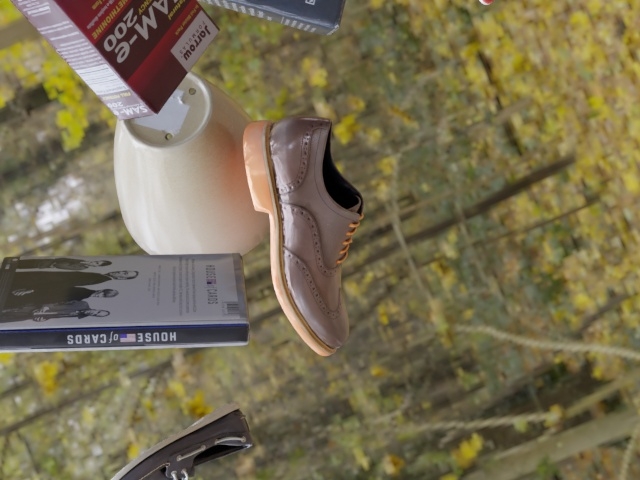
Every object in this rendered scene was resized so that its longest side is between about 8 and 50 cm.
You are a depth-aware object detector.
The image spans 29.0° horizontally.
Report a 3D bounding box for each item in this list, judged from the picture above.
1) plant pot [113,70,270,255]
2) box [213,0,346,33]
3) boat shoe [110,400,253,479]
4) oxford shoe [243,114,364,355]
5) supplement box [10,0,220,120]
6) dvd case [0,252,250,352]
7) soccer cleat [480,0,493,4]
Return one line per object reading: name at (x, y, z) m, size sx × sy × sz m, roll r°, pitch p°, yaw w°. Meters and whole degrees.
plant pot at (-0.195, -0.126, 1.785) m, size 0.274 × 0.256 × 0.256 m, roll 76°, pitch 173°, yaw -68°
box at (-0.133, -0.447, 1.531) m, size 0.212 × 0.395 × 0.293 m, roll -113°, pitch 39°, yaw -82°
boat shoe at (-0.169, 0.269, 1.516) m, size 0.065 × 0.206 × 0.075 m, roll 58°, pitch 146°, yaw 7°
oxford shoe at (0.000, 0.000, 1.718) m, size 0.130 × 0.133 × 0.363 m, roll -73°, pitch -30°, yaw -59°
supplement box at (-0.222, -0.248, 1.225) m, size 0.073 × 0.130 × 0.239 m, roll 0°, pitch 140°, yaw 47°
dvd case at (-0.190, 0.055, 1.173) m, size 0.179 × 0.239 × 0.029 m, roll -106°, pitch 17°, yaw -69°
soccer cleat at (0.139, -0.238, 1.065) m, size 0.029 × 0.036 × 0.083 m, roll 20°, pitch -113°, yaw -41°
